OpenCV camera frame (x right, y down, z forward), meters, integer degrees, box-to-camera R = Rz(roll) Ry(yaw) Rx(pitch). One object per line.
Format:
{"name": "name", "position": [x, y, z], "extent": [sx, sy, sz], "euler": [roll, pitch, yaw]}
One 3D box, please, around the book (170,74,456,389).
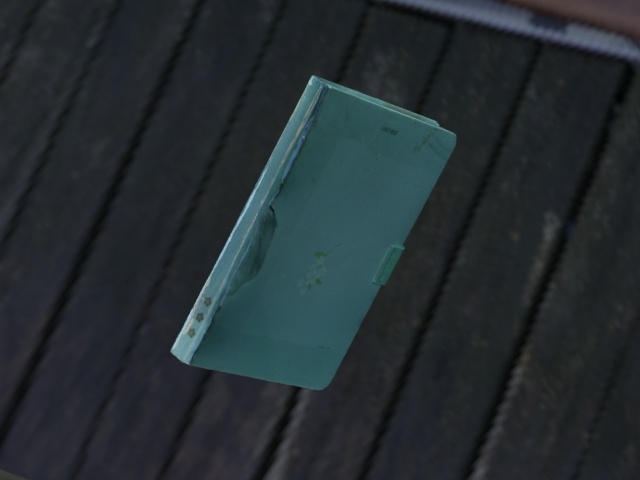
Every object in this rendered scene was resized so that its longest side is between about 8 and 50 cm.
{"name": "book", "position": [0.000, 0.000, 0.867], "extent": [0.017, 0.103, 0.135], "euler": [35, 103, 38]}

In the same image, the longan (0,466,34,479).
{"name": "longan", "position": [-0.223, 0.251, 0.896], "extent": [0.361, 0.361, 0.361], "euler": [-8, 67, 18]}
